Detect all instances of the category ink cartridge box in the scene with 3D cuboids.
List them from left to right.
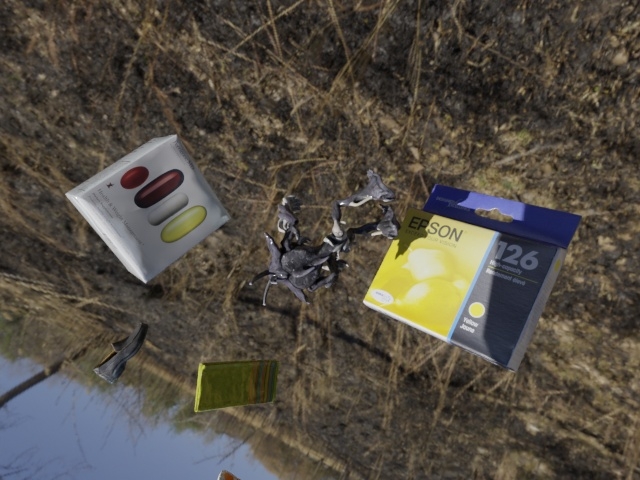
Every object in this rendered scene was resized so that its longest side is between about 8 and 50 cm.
[{"bbox_3d":[0.275,0.041,0.894,0.304,0.306,0.072,20,172,40],"label":"ink cartridge box"}]

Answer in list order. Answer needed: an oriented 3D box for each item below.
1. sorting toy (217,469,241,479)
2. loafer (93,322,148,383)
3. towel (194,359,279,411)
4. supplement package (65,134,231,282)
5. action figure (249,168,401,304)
[{"bbox_3d":[-0.177,0.490,0.880,0.045,0.075,0.083,9,118,13],"label":"sorting toy"},{"bbox_3d":[-0.513,0.282,1.223,0.061,0.170,0.062,40,156,-25],"label":"loafer"},{"bbox_3d":[-0.181,0.326,1.074,0.021,0.102,0.237,-6,167,37],"label":"towel"},{"bbox_3d":[-0.324,-0.065,0.901,0.149,0.203,0.194,12,138,55],"label":"supplement package"},{"bbox_3d":[0.000,0.000,0.814,0.164,0.276,0.141,62,173,-25],"label":"action figure"}]
